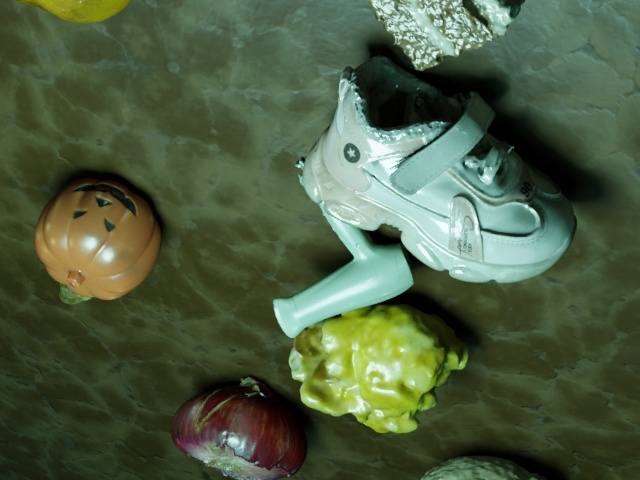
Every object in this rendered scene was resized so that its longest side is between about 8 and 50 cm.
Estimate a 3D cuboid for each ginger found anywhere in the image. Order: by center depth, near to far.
[{"bbox_3d":[-0.414,0.069,2.220,0.057,0.044,0.137,-6,149,-10],"label":"ginger"}]

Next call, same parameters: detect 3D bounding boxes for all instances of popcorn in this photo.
[{"bbox_3d":[0.083,0.181,1.979,0.253,0.191,0.190,19,173,11],"label":"popcorn"}]

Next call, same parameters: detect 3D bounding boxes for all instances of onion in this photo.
[{"bbox_3d":[-0.136,0.333,2.287,0.248,0.161,0.248,24,149,15],"label":"onion"}]

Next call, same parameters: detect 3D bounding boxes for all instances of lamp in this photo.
[{"bbox_3d":[-0.338,0.005,2.003,0.187,0.164,0.188,14,143,11],"label":"lamp"}]

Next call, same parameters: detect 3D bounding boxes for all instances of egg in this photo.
[{"bbox_3d":[0.265,0.477,2.168,0.279,0.279,0.310,-3,163,30],"label":"egg"}]

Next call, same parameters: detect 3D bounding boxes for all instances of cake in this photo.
[{"bbox_3d":[0.138,-0.284,1.444,0.147,0.135,0.135,-23,123,36],"label":"cake"}]

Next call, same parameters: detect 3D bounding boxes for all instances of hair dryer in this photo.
[{"bbox_3d":[0.000,0.000,1.867,0.206,0.075,0.237,-23,107,7],"label":"hair dryer"}]

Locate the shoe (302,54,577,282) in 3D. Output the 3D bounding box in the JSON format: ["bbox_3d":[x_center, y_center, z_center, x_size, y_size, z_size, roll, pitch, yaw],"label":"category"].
[{"bbox_3d":[0.153,-0.085,1.632,0.350,0.172,0.198,18,139,5],"label":"shoe"}]

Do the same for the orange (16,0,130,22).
[{"bbox_3d":[-0.300,-0.366,1.537,0.249,0.183,0.249,24,135,27],"label":"orange"}]
